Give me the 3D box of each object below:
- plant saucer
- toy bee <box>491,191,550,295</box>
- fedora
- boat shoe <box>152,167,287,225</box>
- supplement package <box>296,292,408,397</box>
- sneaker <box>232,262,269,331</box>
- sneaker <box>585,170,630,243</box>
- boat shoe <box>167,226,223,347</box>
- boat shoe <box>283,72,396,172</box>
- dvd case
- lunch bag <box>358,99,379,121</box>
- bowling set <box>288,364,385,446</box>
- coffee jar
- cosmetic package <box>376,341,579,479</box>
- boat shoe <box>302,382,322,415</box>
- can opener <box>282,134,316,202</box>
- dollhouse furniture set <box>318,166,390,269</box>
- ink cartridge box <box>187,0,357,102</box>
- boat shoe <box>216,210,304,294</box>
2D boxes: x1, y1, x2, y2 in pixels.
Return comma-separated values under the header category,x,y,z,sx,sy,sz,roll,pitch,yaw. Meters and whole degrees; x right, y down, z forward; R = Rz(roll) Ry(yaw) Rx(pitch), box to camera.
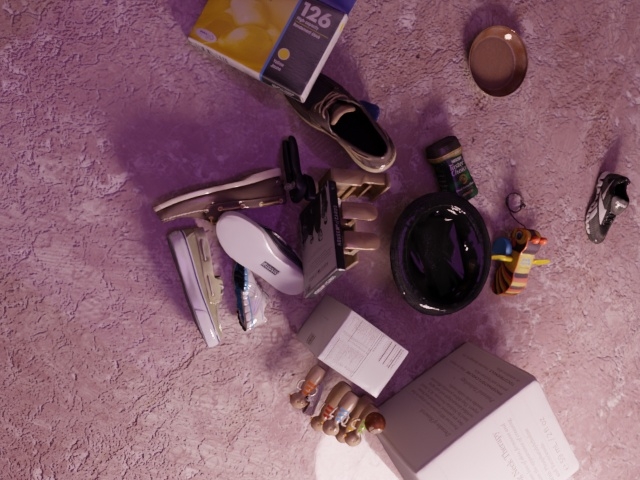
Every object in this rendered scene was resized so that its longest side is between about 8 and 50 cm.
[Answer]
category,x,y,z,sx,sy,sz,roll,pitch,yaw
plant saucer,0.497,-0.505,1.665,0.199,0.036,0.198,-3,99,-19
toy bee,0.572,0.026,1.699,0.195,0.162,0.298,-16,102,-15
fedora,0.303,0.033,1.607,0.334,0.152,0.333,-1,94,-18
boat shoe,-0.236,-0.092,1.425,0.325,0.117,0.096,-19,100,-22
supplement package,0.078,0.270,1.539,0.203,0.194,0.149,38,85,-19
sneaker,-0.174,0.132,1.508,0.083,0.071,0.190,-12,105,-30
sneaker,0.897,-0.101,1.823,0.078,0.106,0.234,13,93,-20
boat shoe,-0.286,0.113,1.439,0.094,0.109,0.302,-19,100,-18
boat shoe,0.050,-0.315,1.441,0.355,0.130,0.132,39,87,2
dvd case,0.000,0.000,1.428,0.030,0.179,0.238,8,60,-24
lunch bag,0.111,-0.310,1.539,0.067,0.065,0.098,23,89,2
bowling set,0.060,0.471,1.538,0.287,0.200,0.154,38,86,-31
coffee jar,0.365,-0.195,1.638,0.096,0.079,0.184,-29,105,-14
cosmetic package,0.410,0.556,1.625,0.394,0.327,0.329,-34,107,-11
boat shoe,-0.025,0.432,1.612,0.035,0.035,0.100,17,98,-23
can opener,-0.067,-0.176,1.470,0.073,0.059,0.186,11,55,-49
dollhouse furniture set,0.091,-0.050,1.497,0.161,0.212,0.242,4,71,-20
ink cartridge box,-0.104,-0.530,1.382,0.304,0.072,0.307,27,91,2
boat shoe,-0.140,0.015,1.460,0.108,0.102,0.301,-34,124,23
